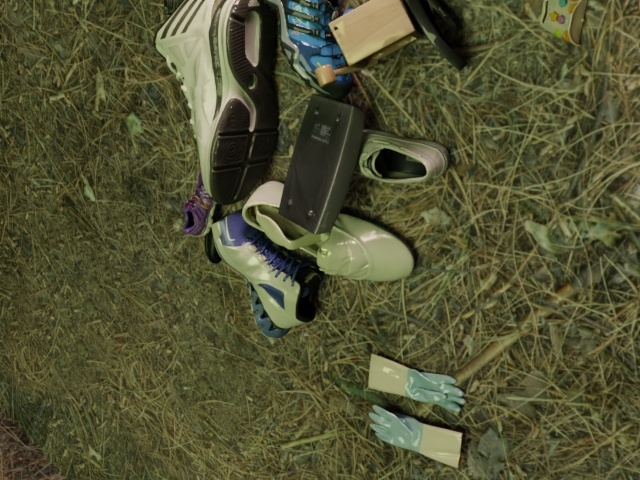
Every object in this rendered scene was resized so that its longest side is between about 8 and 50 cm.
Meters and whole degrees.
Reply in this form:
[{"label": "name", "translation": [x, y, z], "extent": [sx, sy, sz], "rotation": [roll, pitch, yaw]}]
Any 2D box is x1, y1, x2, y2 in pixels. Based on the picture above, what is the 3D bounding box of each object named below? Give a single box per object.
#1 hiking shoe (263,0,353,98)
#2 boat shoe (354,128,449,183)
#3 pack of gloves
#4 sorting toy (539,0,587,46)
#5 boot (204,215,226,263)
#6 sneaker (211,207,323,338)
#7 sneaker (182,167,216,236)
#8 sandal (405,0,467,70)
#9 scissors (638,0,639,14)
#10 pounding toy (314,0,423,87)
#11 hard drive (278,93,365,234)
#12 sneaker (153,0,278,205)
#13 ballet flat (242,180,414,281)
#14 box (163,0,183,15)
[{"label": "hiking shoe", "translation": [-0.012, -0.413, 1.648], "extent": [0.132, 0.113, 0.304], "rotation": [-26, 92, 44]}, {"label": "boat shoe", "translation": [0.117, -0.158, 1.680], "extent": [0.258, 0.084, 0.095], "rotation": [4, 113, 38]}, {"label": "pack of gloves", "translation": [0.210, 0.358, 1.890], "extent": [0.232, 0.046, 0.195], "rotation": [13, 106, 32]}, {"label": "sorting toy", "translation": [0.383, -0.358, 1.404], "extent": [0.075, 0.045, 0.083], "rotation": [37, 132, 46]}, {"label": "boot", "translation": [-0.228, -0.001, 2.068], "extent": [0.099, 0.045, 0.121], "rotation": [3, 106, 42]}, {"label": "sneaker", "translation": [-0.091, 0.061, 1.944], "extent": [0.182, 0.127, 0.315], "rotation": [-16, 106, 39]}, {"label": "sneaker", "translation": [-0.279, -0.090, 2.031], "extent": [0.068, 0.071, 0.169], "rotation": [21, 103, 45]}, {"label": "sandal", "translation": [0.183, -0.408, 1.511], "extent": [0.054, 0.097, 0.254], "rotation": [-32, 89, 17]}, {"label": "scissors", "translation": [0.467, -0.445, 1.264], "extent": [0.109, 0.021, 0.297], "rotation": [-125, 19, -80]}, {"label": "pounding toy", "translation": [0.069, -0.361, 1.575], "extent": [0.206, 0.181, 0.094], "rotation": [-26, 92, 17]}, {"label": "hard drive", "translation": [0.003, -0.149, 1.720], "extent": [0.172, 0.054, 0.254], "rotation": [30, 106, 55]}, {"label": "sneaker", "translation": [-0.230, -0.314, 1.873], "extent": [0.257, 0.169, 0.447], "rotation": [25, 116, 40]}, {"label": "ballet flat", "translation": [0.000, 0.000, 1.820], "extent": [0.400, 0.139, 0.139], "rotation": [28, 125, 27]}, {"label": "box", "translation": [-0.311, -0.527, 1.908], "extent": [0.067, 0.018, 0.083], "rotation": [24, 124, 30]}]
